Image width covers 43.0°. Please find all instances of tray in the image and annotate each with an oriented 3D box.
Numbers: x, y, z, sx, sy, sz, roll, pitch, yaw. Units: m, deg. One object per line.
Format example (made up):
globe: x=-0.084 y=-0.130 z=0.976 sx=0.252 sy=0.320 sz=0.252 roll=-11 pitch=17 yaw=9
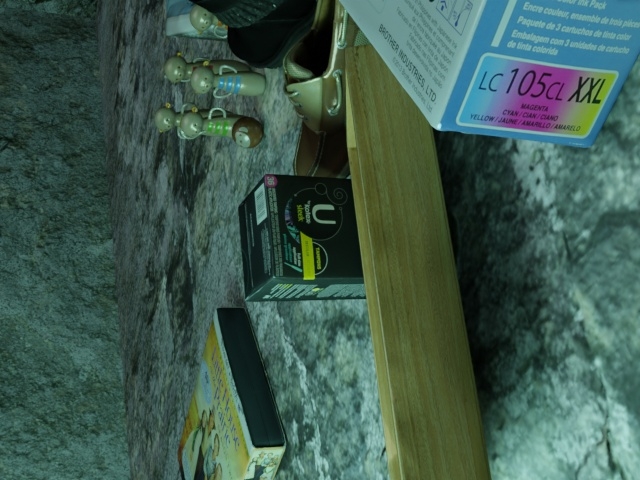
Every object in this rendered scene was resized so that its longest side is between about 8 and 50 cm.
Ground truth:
tray: x=0.082 y=0.047 z=0.759 sx=0.203 sy=0.076 sz=0.411 roll=82 pitch=-178 yaw=-72

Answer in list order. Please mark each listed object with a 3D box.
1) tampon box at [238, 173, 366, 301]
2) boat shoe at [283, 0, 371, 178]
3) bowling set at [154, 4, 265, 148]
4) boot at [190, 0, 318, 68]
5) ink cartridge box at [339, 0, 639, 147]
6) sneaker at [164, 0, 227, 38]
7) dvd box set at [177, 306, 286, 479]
tampon box: x=0.000 y=0.000 z=0.928 sx=0.101 sy=0.161 sz=0.121 roll=142 pitch=125 yaw=-61
boat shoe: x=0.011 y=-0.201 z=0.966 sx=0.123 sy=0.119 sz=0.324 roll=-110 pitch=31 yaw=-42
bowling set: x=-0.182 y=-0.249 z=1.389 sx=0.200 sy=0.154 sz=0.287 roll=-112 pitch=32 yaw=-44
boot: x=-0.142 y=-0.351 z=1.159 sx=0.348 sy=0.260 sz=0.131 roll=164 pitch=106 yaw=-66
ink cartridge box: x=0.158 y=-0.305 z=0.583 sx=0.270 sy=0.151 sz=0.396 roll=-115 pitch=32 yaw=-47
sneaker: x=-0.236 y=-0.463 z=1.558 sx=0.366 sy=0.135 sz=0.150 roll=-144 pitch=56 yaw=-62
dvd box set: x=-0.171 y=0.372 z=1.443 sx=0.308 sy=0.062 sz=0.420 roll=-113 pitch=33 yaw=-44
